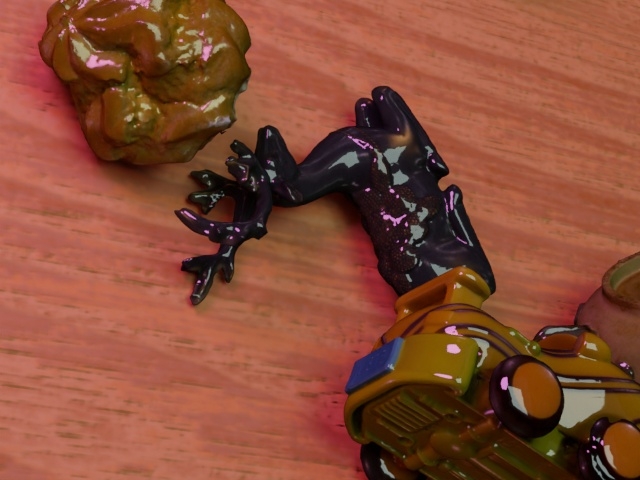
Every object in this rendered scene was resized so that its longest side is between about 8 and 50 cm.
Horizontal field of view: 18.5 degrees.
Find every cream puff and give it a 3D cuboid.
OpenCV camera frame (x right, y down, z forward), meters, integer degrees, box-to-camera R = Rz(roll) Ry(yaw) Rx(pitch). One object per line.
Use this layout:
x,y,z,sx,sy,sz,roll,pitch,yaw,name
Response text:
-0.131,-0.132,1.427,0.156,0.121,0.156,7,74,-26,cream puff

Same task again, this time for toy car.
0.144,0.127,1.447,0.248,0.200,0.142,36,56,-19,toy car

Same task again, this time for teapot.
0.284,0.111,1.580,0.269,0.173,0.182,-16,113,-11,teapot

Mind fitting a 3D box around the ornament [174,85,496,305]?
0.000,0.000,1.486,0.236,0.080,0.202,-18,79,-38,ornament
